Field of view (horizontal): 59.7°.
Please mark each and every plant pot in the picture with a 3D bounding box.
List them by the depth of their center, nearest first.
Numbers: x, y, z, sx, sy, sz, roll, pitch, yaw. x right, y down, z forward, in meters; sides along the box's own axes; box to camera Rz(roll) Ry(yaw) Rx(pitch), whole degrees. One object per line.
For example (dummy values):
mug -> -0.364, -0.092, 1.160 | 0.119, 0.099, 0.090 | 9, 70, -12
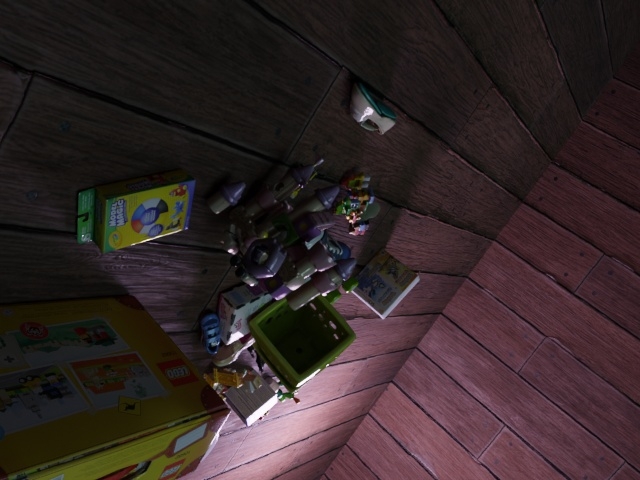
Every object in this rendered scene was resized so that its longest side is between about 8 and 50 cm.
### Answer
plant pot -> -0.062, 0.298, 1.636 | 0.227, 0.228, 0.207 | -33, 160, -27

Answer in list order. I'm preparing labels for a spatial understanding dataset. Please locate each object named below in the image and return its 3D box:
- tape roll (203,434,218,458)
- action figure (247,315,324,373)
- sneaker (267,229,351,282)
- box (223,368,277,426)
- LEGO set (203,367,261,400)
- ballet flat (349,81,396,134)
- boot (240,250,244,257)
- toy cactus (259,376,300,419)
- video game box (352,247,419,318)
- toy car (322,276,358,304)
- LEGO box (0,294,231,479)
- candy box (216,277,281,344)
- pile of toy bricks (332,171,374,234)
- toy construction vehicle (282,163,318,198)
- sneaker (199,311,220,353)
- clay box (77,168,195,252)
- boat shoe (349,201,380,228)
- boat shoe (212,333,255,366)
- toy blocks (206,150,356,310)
tape roll -> -0.446, 0.684, 1.846 | 0.219, 0.072, 0.219 | -35, 148, -26
action figure -> -0.103, 0.320, 1.824 | 0.275, 0.164, 0.141 | -23, 134, -25
sneaker -> -0.001, 0.000, 1.597 | 0.322, 0.130, 0.236 | -15, 141, -40
box -> -0.239, 0.540, 1.915 | 0.137, 0.126, 0.072 | -34, 150, -27
LEGO set -> -0.279, 0.444, 1.733 | 0.287, 0.132, 0.107 | -40, 166, 30
ballet flat -> 0.125, -0.331, 1.443 | 0.086, 0.086, 0.248 | -56, 153, 11
boot -> -0.169, 0.034, 1.410 | 0.037, 0.114, 0.106 | -41, 151, -18
toy cactus -> -0.168, 0.582, 2.119 | 0.219, 0.112, 0.180 | -34, 140, -11
video game box -> 0.232, 0.158, 2.075 | 0.205, 0.187, 0.048 | -47, 152, -8
toy car -> 0.009, 0.149, 1.797 | 0.149, 0.155, 0.188 | -31, 159, -32
LEGO box -> -0.476, 0.297, 1.003 | 0.500, 0.372, 0.193 | 2, 123, -56
candy box -> -0.188, 0.184, 1.611 | 0.233, 0.071, 0.159 | -24, 145, -41
pile of toy bricks -> 0.087, -0.099, 1.658 | 0.105, 0.118, 0.212 | -5, 148, -11
toy construction vehicle -> -0.058, -0.159, 1.433 | 0.098, 0.035, 0.086 | -48, 163, 1
sneaker -> -0.301, 0.256, 1.539 | 0.053, 0.059, 0.144 | -16, 138, -23
clay box -> -0.356, -0.057, 1.088 | 0.222, 0.053, 0.127 | -22, 141, -43
boat shoe -> 0.142, -0.078, 1.812 | 0.133, 0.049, 0.042 | -44, 180, -26
boat shoe -> -0.258, 0.310, 1.683 | 0.170, 0.063, 0.059 | -38, 149, -41
toy blocks -> -0.058, -0.041, 1.262 | 0.260, 0.288, 0.309 | -35, 151, 7
